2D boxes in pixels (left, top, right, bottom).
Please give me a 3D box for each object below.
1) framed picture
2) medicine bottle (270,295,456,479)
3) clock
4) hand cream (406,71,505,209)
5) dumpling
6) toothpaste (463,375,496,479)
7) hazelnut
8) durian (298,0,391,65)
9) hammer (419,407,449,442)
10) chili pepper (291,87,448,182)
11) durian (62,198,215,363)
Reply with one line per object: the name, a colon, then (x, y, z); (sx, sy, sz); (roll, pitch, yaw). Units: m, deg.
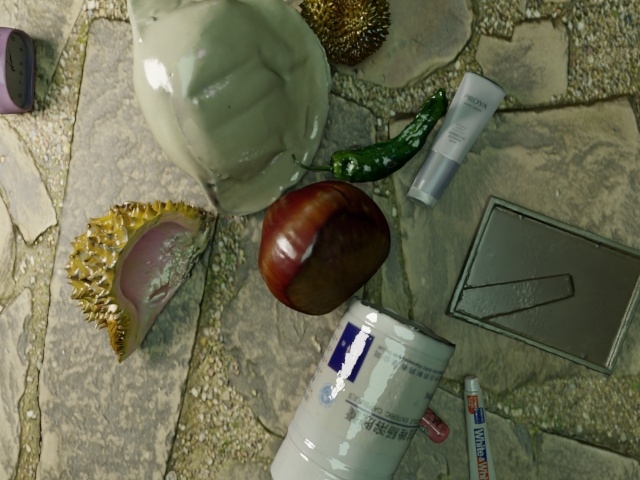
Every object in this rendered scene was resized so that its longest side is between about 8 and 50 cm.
framed picture: (0.408, 0.081, 0.970); (0.314, 0.024, 0.232); (21, 90, 1)
medicine bottle: (0.066, 0.276, 0.894); (0.189, 0.190, 0.332); (26, 90, 1)
clock: (-0.554, -0.303, 0.953); (0.050, 0.110, 0.153); (1, 90, 3)
hand cream: (0.236, -0.175, 0.962); (0.079, 0.048, 0.255); (29, 90, 3)
dumpling: (-0.130, -0.236, 0.890); (0.315, 0.233, 0.395); (-17, 108, -4)
toothpaste: (0.282, 0.350, 0.970); (0.052, 0.033, 0.218); (-8, 94, 6)
hazelnut: (0.000, 0.000, 0.903); (0.229, 0.229, 0.230); (0, 90, 2)
durian: (0.041, -0.385, 0.932); (0.158, 0.137, 0.168); (-9, 104, 21)
hammer: (0.190, 0.322, 0.964); (0.083, 0.043, 0.043); (44, 91, 1)
chili pepper: (0.101, -0.154, 0.933); (0.278, 0.065, 0.122); (-28, 126, -1)
durian: (-0.358, 0.035, 0.958); (0.195, 0.185, 0.305); (33, 99, 24)
